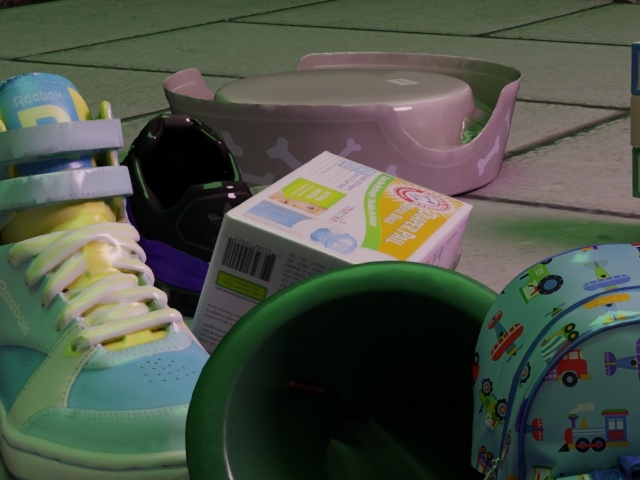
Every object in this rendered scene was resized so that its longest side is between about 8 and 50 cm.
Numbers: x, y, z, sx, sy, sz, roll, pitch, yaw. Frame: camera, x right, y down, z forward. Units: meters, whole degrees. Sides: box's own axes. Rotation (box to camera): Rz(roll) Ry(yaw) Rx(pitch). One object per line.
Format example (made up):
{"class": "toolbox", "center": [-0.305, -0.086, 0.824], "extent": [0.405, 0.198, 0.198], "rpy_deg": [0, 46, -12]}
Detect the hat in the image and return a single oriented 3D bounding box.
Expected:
{"class": "hat", "center": [0.043, 0.119, 0.941], "extent": [0.208, 0.173, 0.183], "rpy_deg": [-16, -24, -4]}

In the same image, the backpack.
{"class": "backpack", "center": [0.141, 0.092, 0.760], "extent": [0.158, 0.173, 0.117], "rpy_deg": [-2, 14, -5]}

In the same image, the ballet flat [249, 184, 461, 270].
{"class": "ballet flat", "center": [0.000, 0.000, 1.375], "extent": [0.213, 0.072, 0.068], "rpy_deg": [6, 20, 25]}

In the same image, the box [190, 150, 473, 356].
{"class": "box", "center": [0.010, 0.026, 1.137], "extent": [0.114, 0.103, 0.203], "rpy_deg": [21, 19, 11]}

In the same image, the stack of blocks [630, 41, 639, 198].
{"class": "stack of blocks", "center": [0.379, -0.063, 1.380], "extent": [0.087, 0.171, 0.297], "rpy_deg": [-13, 17, -40]}

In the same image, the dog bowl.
{"class": "dog bowl", "center": [0.023, -0.112, 1.767], "extent": [0.349, 0.102, 0.349], "rpy_deg": [-1, 14, 0]}

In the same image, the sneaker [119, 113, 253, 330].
{"class": "sneaker", "center": [-0.110, -0.025, 1.323], "extent": [0.102, 0.146, 0.293], "rpy_deg": [-8, 16, -25]}

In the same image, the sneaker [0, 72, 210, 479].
{"class": "sneaker", "center": [-0.137, 0.017, 1.027], "extent": [0.127, 0.208, 0.319], "rpy_deg": [-8, 16, -32]}
